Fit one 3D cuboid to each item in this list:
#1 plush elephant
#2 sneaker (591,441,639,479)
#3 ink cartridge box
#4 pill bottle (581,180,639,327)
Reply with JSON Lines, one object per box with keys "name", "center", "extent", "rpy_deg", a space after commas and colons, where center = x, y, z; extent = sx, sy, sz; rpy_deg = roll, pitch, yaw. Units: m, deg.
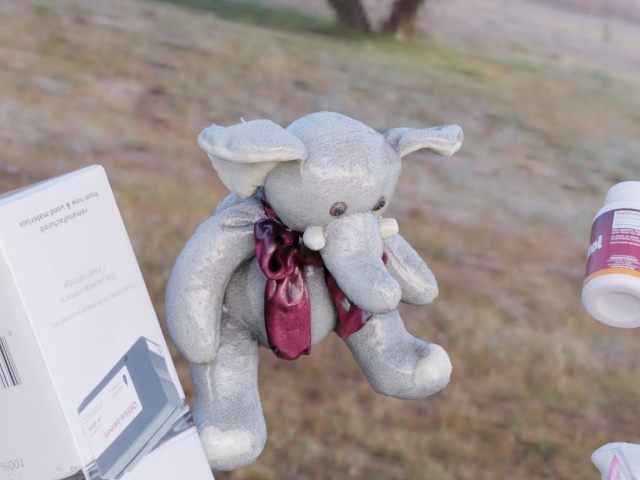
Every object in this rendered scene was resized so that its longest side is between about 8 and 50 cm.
{"name": "plush elephant", "center": [0.000, 0.000, 1.532], "extent": [0.272, 0.330, 0.255], "rpy_deg": [-10, -17, -25]}
{"name": "sneaker", "center": [0.322, 0.330, 1.903], "extent": [0.111, 0.252, 0.103], "rpy_deg": [17, 5, 21]}
{"name": "ink cartridge box", "center": [-0.269, 0.167, 1.496], "extent": [0.285, 0.395, 0.166], "rpy_deg": [-14, 8, 33]}
{"name": "pill bottle", "center": [0.334, 0.013, 1.891], "extent": [0.086, 0.152, 0.086], "rpy_deg": [10, -39, 8]}
